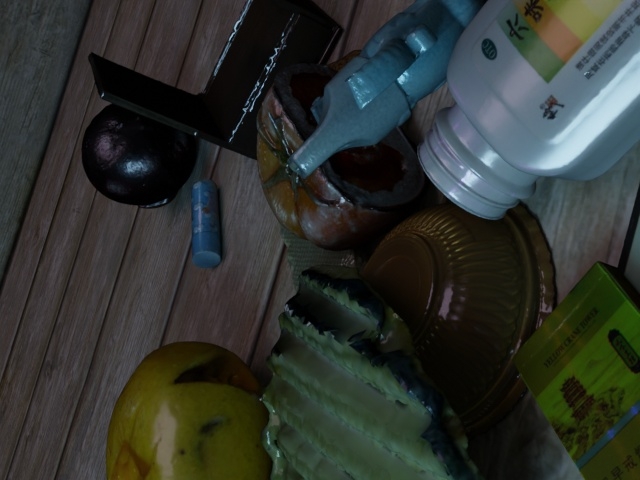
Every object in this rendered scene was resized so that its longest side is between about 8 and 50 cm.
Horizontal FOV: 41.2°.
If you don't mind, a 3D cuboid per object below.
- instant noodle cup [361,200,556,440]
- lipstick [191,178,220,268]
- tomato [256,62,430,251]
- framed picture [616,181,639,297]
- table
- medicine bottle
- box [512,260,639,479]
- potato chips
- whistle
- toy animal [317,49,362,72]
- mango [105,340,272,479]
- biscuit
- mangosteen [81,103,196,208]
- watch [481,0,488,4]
[{"bbox_3d":[0.105,0.066,0.861,0.274,0.090,0.274,-32,49,46],"label":"instant noodle cup"},{"bbox_3d":[-0.192,-0.030,1.424,0.048,0.048,0.158,-44,40,38],"label":"lipstick"},{"bbox_3d":[0.005,-0.079,0.994,0.214,0.180,0.155,61,140,22],"label":"tomato"},{"bbox_3d":[0.319,0.018,0.621,0.244,0.013,0.324,9,82,60],"label":"framed picture"},{"bbox_3d":[-0.168,-0.300,1.298,0.251,0.282,0.196,-58,33,20],"label":"table"},{"bbox_3d":[0.222,-0.163,0.739,0.324,0.124,0.179,-51,57,34],"label":"medicine bottle"},{"bbox_3d":[0.233,0.122,0.662,0.121,0.030,0.193,-55,33,25],"label":"box"},{"bbox_3d":[0.044,0.210,0.803,0.429,0.070,0.359,17,113,61],"label":"potato chips"},{"bbox_3d":[0.072,-0.164,0.845,0.274,0.093,0.186,-44,8,-9],"label":"whistle"},{"bbox_3d":[0.039,-0.208,1.145,0.149,0.054,0.275,-62,35,22],"label":"toy animal"},{"bbox_3d":[-0.162,0.309,1.091,0.253,0.182,0.365,-35,58,41],"label":"mango"},{"bbox_3d":[0.000,0.000,1.111,0.121,0.040,0.199,-50,36,28],"label":"biscuit"},{"bbox_3d":[-0.336,-0.153,1.598,0.250,0.211,0.212,101,174,-69],"label":"mangosteen"},{"bbox_3d":[0.241,-0.288,0.856,0.206,0.068,0.193,-59,32,17],"label":"watch"}]
